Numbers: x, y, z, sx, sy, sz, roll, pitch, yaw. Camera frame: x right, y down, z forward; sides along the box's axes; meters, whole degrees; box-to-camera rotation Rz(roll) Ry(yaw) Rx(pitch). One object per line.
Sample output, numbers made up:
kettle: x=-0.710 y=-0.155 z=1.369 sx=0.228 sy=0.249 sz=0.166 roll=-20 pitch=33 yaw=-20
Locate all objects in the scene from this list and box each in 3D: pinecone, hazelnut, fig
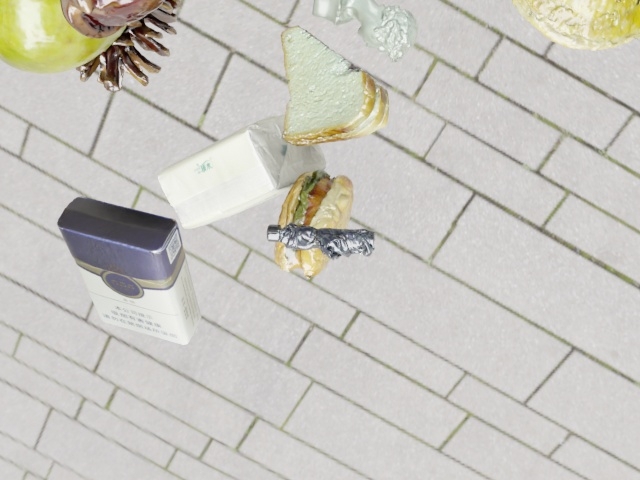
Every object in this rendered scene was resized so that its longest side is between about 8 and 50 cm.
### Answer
pinecone: x=-0.500 y=-0.545 z=1.671 sx=0.385 sy=0.384 sz=0.384 roll=5 pitch=115 yaw=11
hazelnut: x=-0.303 y=-0.393 z=1.020 sx=0.160 sy=0.170 sz=0.201 roll=53 pitch=139 yaw=25
fig: x=-0.521 y=-0.463 z=1.367 sx=0.258 sy=0.326 sz=0.257 roll=10 pitch=111 yaw=28

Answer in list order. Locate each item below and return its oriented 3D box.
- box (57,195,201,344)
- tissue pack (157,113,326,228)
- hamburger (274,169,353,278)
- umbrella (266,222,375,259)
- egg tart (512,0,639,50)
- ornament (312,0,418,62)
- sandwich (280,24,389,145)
box: x=-0.282 y=0.052 z=1.046 sx=0.168 sy=0.071 sz=0.259 roll=14 pitch=144 yaw=11
tissue pack: x=-0.217 y=-0.198 z=1.935 sx=0.381 sy=0.297 sz=0.207 roll=-20 pitch=97 yaw=35
hamburger: x=-0.009 y=-0.079 z=1.765 sx=0.162 sy=0.330 sz=0.208 roll=19 pitch=128 yaw=14
umbrella: x=0.000 y=0.001 z=1.392 sx=0.224 sy=0.080 sz=0.071 roll=7 pitch=79 yaw=5
egg tart: x=0.559 y=-0.551 z=1.438 sx=0.342 sy=0.341 sz=0.132 roll=24 pitch=153 yaw=2
ornament: x=0.114 y=-0.564 z=1.696 sx=0.285 sy=0.120 sz=0.130 roll=35 pitch=147 yaw=-1
sandwich: x=0.028 y=-0.363 z=1.546 sx=0.254 sy=0.100 sz=0.288 roll=-9 pitch=80 yaw=36
